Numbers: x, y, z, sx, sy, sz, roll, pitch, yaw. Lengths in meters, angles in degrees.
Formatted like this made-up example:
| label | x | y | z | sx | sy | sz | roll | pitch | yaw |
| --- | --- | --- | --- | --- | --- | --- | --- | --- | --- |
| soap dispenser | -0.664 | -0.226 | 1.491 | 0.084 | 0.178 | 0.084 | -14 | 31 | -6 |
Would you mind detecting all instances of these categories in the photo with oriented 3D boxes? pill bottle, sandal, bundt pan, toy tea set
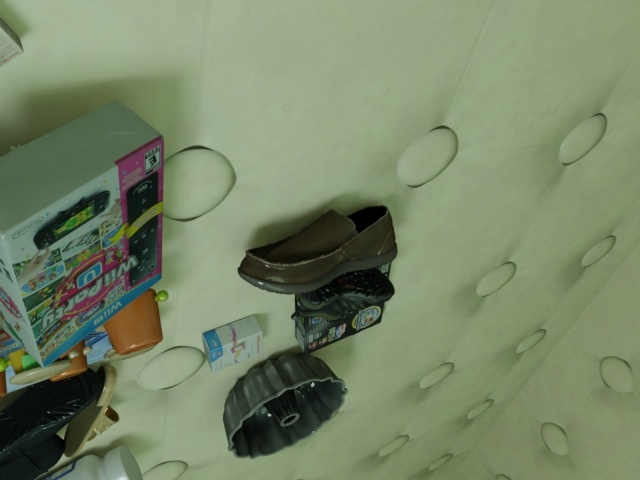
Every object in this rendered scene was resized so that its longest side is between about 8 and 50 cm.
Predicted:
| label | x | y | z | sx | sy | sz | roll | pitch | yaw |
| --- | --- | --- | --- | --- | --- | --- | --- | --- | --- |
| pill bottle | -0.545 | 0.579 | 1.272 | 0.272 | 0.152 | 0.152 | -27 | 143 | -10 |
| sandal | -0.442 | 0.354 | 1.157 | 0.079 | 0.088 | 0.240 | 14 | 117 | -39 |
| bundt pan | -0.102 | 0.407 | 1.451 | 0.330 | 0.124 | 0.331 | -21 | 141 | -18 |
| toy tea set | -0.409 | 0.150 | 0.910 | 0.336 | 0.124 | 0.200 | -13 | 168 | -38 |

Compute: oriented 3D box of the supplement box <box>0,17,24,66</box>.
| label | x | y | z | sx | sy | sz | roll | pitch | yaw |
| --- | --- | --- | --- | --- | --- | --- | --- | --- | --- |
| supplement box | -0.376 | -0.228 | 0.602 | 0.062 | 0.036 | 0.098 | -33 | 143 | -2 |

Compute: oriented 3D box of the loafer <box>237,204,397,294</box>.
| label | x | y | z | sx | sy | sz | roll | pitch | yaw |
| --- | --- | --- | --- | --- | --- | --- | --- | --- | --- |
| loafer | 0.000 | 0.000 | 1.097 | 0.365 | 0.133 | 0.130 | -16 | 117 | -39 |

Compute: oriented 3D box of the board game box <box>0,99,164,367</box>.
| label | x | y | z | sx | sy | sz | roll | pitch | yaw |
| --- | --- | --- | --- | --- | --- | --- | --- | --- | --- |
| board game box | -0.317 | 0.000 | 0.747 | 0.224 | 0.097 | 0.303 | -43 | 164 | -37 |

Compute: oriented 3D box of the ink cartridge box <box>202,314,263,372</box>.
| label | x | y | z | sx | sy | sz | roll | pitch | yaw |
| --- | --- | --- | --- | --- | --- | --- | --- | --- | --- |
| ink cartridge box | -0.188 | 0.224 | 1.239 | 0.122 | 0.052 | 0.089 | -20 | 141 | -22 |

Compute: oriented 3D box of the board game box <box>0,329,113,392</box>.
| label | x | y | z | sx | sy | sz | roll | pitch | yaw |
| --- | --- | --- | --- | --- | --- | --- | --- | --- | --- |
| board game box | -0.486 | 0.192 | 0.993 | 0.281 | 0.027 | 0.145 | -17 | 142 | -22 |

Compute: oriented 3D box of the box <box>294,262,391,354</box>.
| label | x | y | z | sx | sy | sz | roll | pitch | yaw |
| --- | --- | --- | --- | --- | --- | --- | --- | --- | --- |
| box | 0.049 | 0.131 | 1.313 | 0.216 | 0.060 | 0.270 | -19 | 140 | -20 |

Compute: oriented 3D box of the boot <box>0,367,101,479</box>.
| label | x | y | z | sx | sy | sz | roll | pitch | yaw |
| --- | --- | --- | --- | --- | --- | --- | --- | --- | --- |
| boot | -0.527 | 0.359 | 1.097 | 0.246 | 0.094 | 0.207 | -34 | 158 | -26 |

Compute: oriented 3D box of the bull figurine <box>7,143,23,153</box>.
| label | x | y | z | sx | sy | sz | roll | pitch | yaw |
| --- | --- | --- | --- | --- | --- | --- | --- | --- | --- |
| bull figurine | -0.426 | -0.049 | 0.677 | 0.188 | 0.101 | 0.310 | -49 | 165 | -12 |

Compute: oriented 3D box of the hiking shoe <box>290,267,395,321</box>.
| label | x | y | z | sx | sy | sz | roll | pitch | yaw |
| --- | --- | --- | --- | --- | --- | --- | --- | --- | --- |
| hiking shoe | 0.047 | 0.118 | 1.195 | 0.226 | 0.086 | 0.114 | -2 | 144 | -28 |
